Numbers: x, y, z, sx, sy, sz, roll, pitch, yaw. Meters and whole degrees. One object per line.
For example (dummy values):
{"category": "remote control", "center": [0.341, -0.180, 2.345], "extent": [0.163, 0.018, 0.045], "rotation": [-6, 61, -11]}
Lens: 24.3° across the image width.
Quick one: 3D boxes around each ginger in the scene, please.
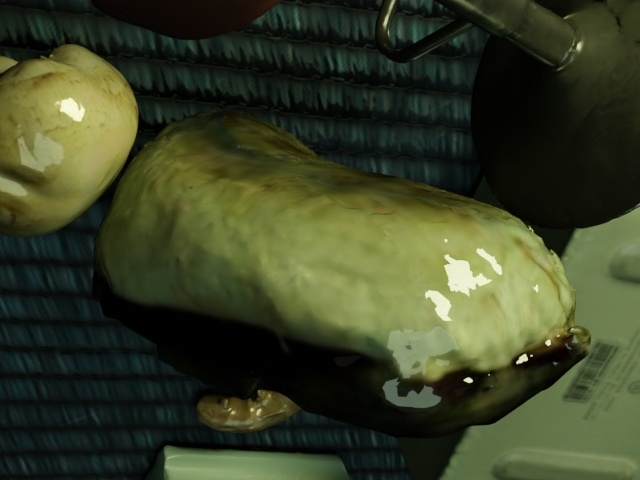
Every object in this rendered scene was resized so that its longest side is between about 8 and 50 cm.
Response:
{"category": "ginger", "center": [-0.036, 0.069, 1.172], "extent": [0.149, 0.065, 0.258], "rotation": [-20, 149, -11]}

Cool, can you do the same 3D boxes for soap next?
{"category": "soap", "center": [-0.069, 0.248, 1.343], "extent": [0.198, 0.066, 0.119], "rotation": [7, 131, -30]}

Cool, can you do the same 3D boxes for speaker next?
{"category": "speaker", "center": [0.207, 0.050, 1.192], "extent": [0.184, 0.183, 0.406], "rotation": [6, 130, -22]}

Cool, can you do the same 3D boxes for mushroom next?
{"category": "mushroom", "center": [-0.183, -0.064, 0.944], "extent": [0.148, 0.148, 0.112], "rotation": [-41, 96, 17]}
{"category": "mushroom", "center": [-0.001, -0.002, 0.945], "extent": [0.247, 0.344, 0.130], "rotation": [-25, 128, -34]}

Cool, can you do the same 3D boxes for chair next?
{"category": "chair", "center": [0.045, -0.171, 0.857], "extent": [0.401, 0.226, 0.226], "rotation": [22, 121, -39]}
